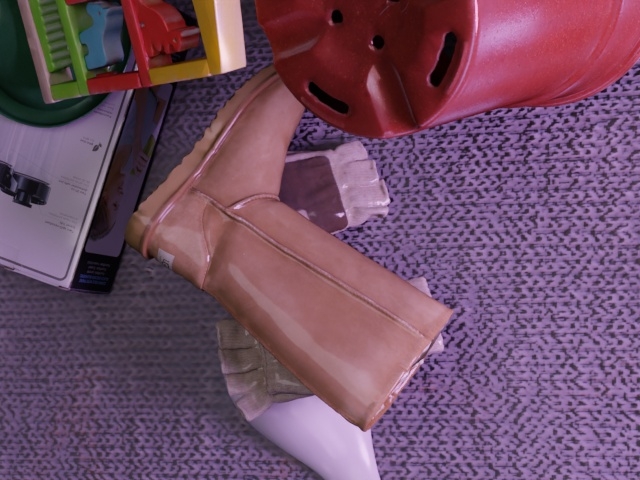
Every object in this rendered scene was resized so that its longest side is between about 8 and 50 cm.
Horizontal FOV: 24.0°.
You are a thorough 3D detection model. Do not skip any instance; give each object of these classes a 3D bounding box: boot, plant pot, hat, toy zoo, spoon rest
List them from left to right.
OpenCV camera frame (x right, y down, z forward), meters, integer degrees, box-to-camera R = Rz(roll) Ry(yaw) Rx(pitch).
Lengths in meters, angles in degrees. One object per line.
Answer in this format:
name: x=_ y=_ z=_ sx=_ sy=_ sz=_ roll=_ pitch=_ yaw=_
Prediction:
hat: x=-0.296 y=-0.209 z=1.346 sx=0.208 sy=0.183 sz=0.173 roll=30 pitch=94 yaw=19
toy zoo: x=-0.158 y=-0.221 z=1.237 sx=0.293 sy=0.030 sz=0.192 roll=-2 pitch=106 yaw=46
spoon rest: x=-0.003 y=0.169 z=1.371 sx=0.137 sy=0.084 sz=0.276 roll=-30 pitch=63 yaw=13
boot: x=0.000 y=0.000 z=1.311 sx=0.269 sy=0.089 sz=0.236 roll=35 pitch=74 yaw=13
plant pot: x=0.104 y=-0.209 z=1.208 sx=0.272 sy=0.265 sz=0.273 roll=14 pitch=115 yaw=32

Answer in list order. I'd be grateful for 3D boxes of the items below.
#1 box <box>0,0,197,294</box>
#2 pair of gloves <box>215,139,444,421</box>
box: x=-0.250 y=-0.109 z=1.466 sx=0.169 sy=0.087 sz=0.290 roll=18 pitch=90 yaw=19
pair of gloves: x=-0.017 y=0.028 z=1.363 sx=0.204 sy=0.042 sz=0.240 roll=-20 pitch=67 yaw=-6
